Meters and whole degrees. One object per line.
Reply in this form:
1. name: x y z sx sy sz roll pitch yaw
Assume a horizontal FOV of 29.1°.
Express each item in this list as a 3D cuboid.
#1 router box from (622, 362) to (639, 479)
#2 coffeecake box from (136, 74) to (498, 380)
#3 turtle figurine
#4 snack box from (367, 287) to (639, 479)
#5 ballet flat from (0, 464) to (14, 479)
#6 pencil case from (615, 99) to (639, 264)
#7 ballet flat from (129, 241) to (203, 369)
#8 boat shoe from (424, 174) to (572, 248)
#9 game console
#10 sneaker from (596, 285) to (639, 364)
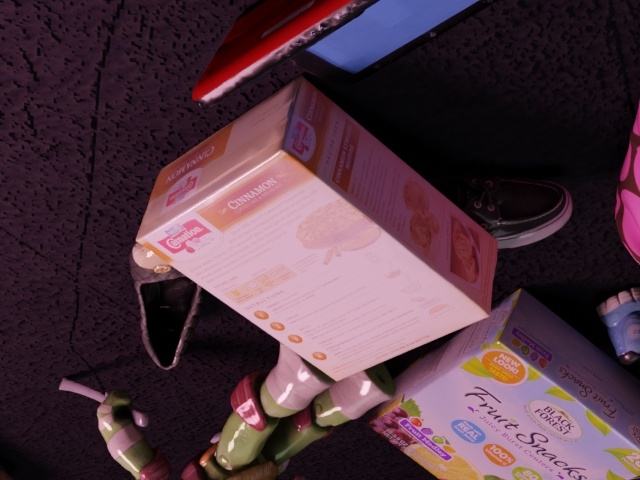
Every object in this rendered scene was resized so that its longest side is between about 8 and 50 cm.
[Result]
1. router box: 0.389 0.201 1.229 0.243 0.081 0.309 -17 148 24
2. coffeecake box: 0.000 0.000 0.799 0.185 0.068 0.142 37 135 -27
3. turtle figurine: -0.087 0.147 1.076 0.198 0.275 0.266 40 113 -22
4. snack box: 0.169 0.154 1.068 0.174 0.070 0.207 37 139 -8
5. ballet flat: -0.392 0.237 1.207 0.107 0.106 0.316 -11 150 16
6. pencil case: 0.234 -0.053 0.738 0.095 0.098 0.209 -5 150 5
7. ballet flat: -0.113 0.045 0.938 0.057 0.049 0.173 -2 151 -3
8. boat shoe: 0.099 -0.022 0.836 0.142 0.049 0.040 -5 151 10
9. game console: 0.023 -0.107 0.643 0.144 0.124 0.085 -27 116 36
10. sneaker: 0.301 0.093 1.034 0.162 0.073 0.063 13 147 -26
